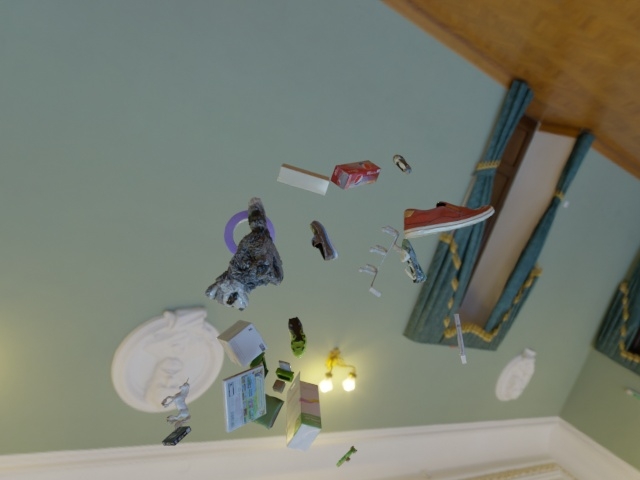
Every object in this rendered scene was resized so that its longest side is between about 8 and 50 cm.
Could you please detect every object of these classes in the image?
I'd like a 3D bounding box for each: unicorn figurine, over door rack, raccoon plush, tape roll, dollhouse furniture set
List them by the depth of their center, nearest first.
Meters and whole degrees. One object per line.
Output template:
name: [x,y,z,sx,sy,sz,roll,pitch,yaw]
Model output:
unicorn figurine: [-0.519,0.593,1.659,0.111,0.162,0.060,-17,-176,-29]
raccoon plush: [-0.334,0.071,1.903,0.216,0.299,0.446,57,-163,-53]
over door rack: [0.272,0.074,2.045,0.108,0.239,0.324,26,-163,-4]
dollhouse furniture set: [-0.273,0.721,2.207,0.197,0.151,0.301,11,-138,18]
tape roll: [-0.390,-0.026,2.506,0.274,0.275,0.090,19,172,-6]

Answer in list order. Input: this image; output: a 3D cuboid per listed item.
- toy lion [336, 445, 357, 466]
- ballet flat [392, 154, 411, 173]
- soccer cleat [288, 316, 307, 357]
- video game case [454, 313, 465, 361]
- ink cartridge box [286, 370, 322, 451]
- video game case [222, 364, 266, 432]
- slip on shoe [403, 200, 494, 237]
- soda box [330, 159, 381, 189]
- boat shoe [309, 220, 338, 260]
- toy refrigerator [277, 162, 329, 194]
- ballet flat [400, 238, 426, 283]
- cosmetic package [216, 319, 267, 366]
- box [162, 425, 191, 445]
toy lion: [0.117,1.017,2.129,0.034,0.100,0.096,43,-159,28]
ballet flat: [0.304,-0.296,1.726,0.041,0.041,0.114,12,-146,-43]
soccer cleat: [-0.123,0.549,2.517,0.093,0.121,0.289,-12,-146,-4]
video game case: [0.586,0.413,1.901,0.022,0.173,0.190,-10,154,16]
ink cartridge box: [-0.094,0.902,2.426,0.119,0.207,0.353,20,-152,-16]
video game case: [-0.321,0.666,1.930,0.026,0.227,0.206,4,-170,43]
slip on shoe: [0.421,-0.083,1.488,0.331,0.101,0.123,-10,173,-14]
soda box: [0.170,-0.313,2.149,0.092,0.083,0.263,39,-145,26]
boat shoe: [0.000,0.000,1.815,0.066,0.066,0.183,-22,-115,-25]
toy refrigerator: [-0.092,-0.331,2.477,0.269,0.094,0.102,16,-161,-4]
ballet flat: [0.357,0.087,1.810,0.188,0.070,0.070,64,-165,3]
cosmetic package: [-0.381,0.493,2.196,0.151,0.151,0.183,59,154,-11]
box: [-0.514,0.699,1.626,0.067,0.018,0.083,-17,-170,34]
